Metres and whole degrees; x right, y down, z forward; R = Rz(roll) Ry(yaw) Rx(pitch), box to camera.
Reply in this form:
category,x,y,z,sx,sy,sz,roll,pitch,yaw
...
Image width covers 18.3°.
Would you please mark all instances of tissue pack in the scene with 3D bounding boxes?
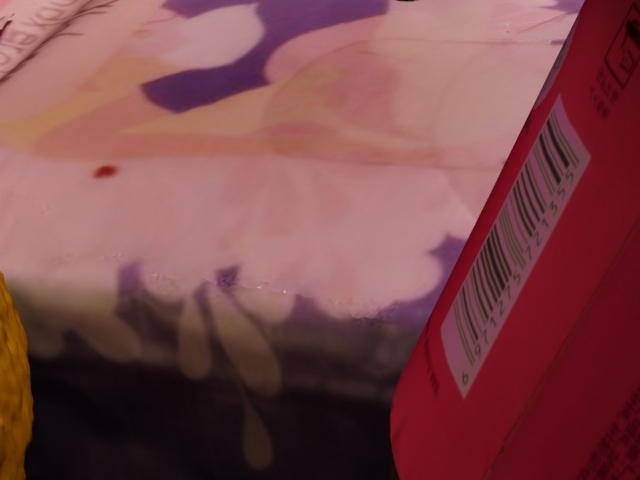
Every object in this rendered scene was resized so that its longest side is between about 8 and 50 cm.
category,x,y,z,sx,sy,sz,roll,pitch,yaw
tissue pack,0.000,0.000,0.693,0.343,0.125,0.242,6,34,22

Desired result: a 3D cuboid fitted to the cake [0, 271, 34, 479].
category,x,y,z,sx,sy,sz,roll,pitch,yaw
cake,-0.195,0.070,0.521,0.179,0.156,0.260,8,65,26

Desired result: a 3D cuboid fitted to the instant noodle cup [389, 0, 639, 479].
category,x,y,z,sx,sy,sz,roll,pitch,yaw
instant noodle cup,0.127,0.025,0.410,0.302,0.181,0.258,-1,39,-50
